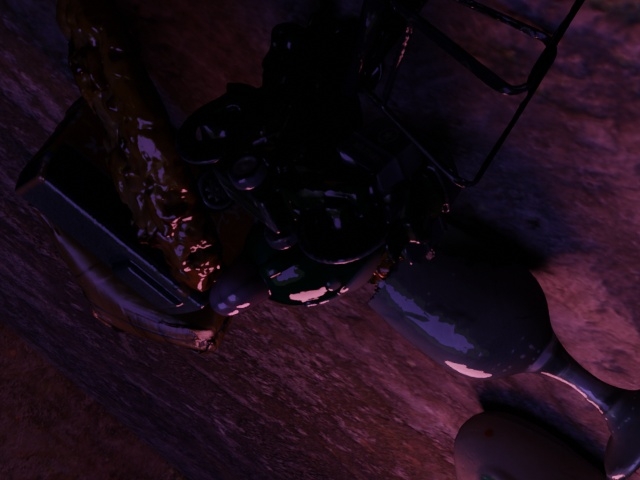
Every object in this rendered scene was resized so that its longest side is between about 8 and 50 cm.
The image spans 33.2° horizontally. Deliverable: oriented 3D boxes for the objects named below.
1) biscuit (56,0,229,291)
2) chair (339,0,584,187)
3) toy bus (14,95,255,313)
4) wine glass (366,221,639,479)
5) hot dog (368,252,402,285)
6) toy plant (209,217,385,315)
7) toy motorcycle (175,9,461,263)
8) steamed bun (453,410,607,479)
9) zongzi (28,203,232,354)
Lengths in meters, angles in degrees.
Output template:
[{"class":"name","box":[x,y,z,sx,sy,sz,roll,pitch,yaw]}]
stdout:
[{"class":"biscuit","box":[-0.183,-0.102,1.066,0.289,0.081,0.334,-123,11,-54]},{"class":"chair","box":[0.055,-0.168,0.715,0.221,0.145,0.140,32,157,6]},{"class":"toy bus","box":[-0.216,-0.042,1.308,0.275,0.167,0.138,41,156,-19]},{"class":"wine glass","box":[0.203,0.106,1.081,0.321,0.143,0.143,33,158,0]},{"class":"hot dog","box":[0.015,0.009,1.246,0.188,0.055,0.072,12,151,40]},{"class":"toy plant","box":[0.003,-0.002,1.003,0.112,0.232,0.243,58,-176,0]},{"class":"toy motorcycle","box":[0.009,-0.082,0.860,0.275,0.187,0.125,39,164,43]},{"class":"steamed bun","box":[0.277,0.332,1.456,0.228,0.130,0.177,37,160,-12]},{"class":"zongzi","box":[-0.287,0.046,1.657,0.260,0.123,0.289,13,146,32]}]
